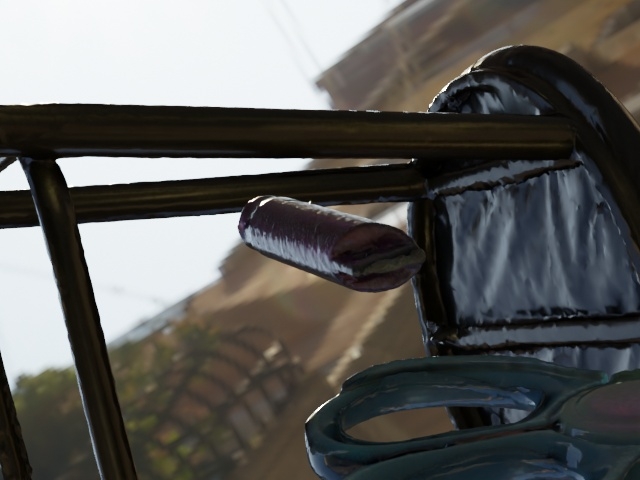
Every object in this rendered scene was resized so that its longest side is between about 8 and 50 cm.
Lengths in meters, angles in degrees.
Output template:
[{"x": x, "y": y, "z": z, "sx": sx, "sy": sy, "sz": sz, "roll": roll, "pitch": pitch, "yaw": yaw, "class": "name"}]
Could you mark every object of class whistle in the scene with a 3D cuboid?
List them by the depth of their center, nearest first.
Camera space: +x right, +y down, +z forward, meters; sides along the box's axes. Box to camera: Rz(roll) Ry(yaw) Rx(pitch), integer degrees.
[{"x": 0.000, "y": 0.000, "z": 0.820, "sx": 0.033, "sy": 0.033, "sz": 0.176, "roll": 50, "pitch": 170, "yaw": -18, "class": "whistle"}]

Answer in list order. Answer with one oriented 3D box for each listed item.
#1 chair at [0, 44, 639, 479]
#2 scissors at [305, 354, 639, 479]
[{"x": -0.034, "y": 0.089, "z": 0.929, "sx": 0.410, "sy": 0.365, "sz": 0.361, "roll": -14, "pitch": -91, "yaw": -20, "class": "chair"}, {"x": 0.125, "y": 0.051, "z": 0.530, "sx": 0.125, "sy": 0.256, "sz": 0.030, "roll": -116, "pitch": 18, "yaw": -71, "class": "scissors"}]
